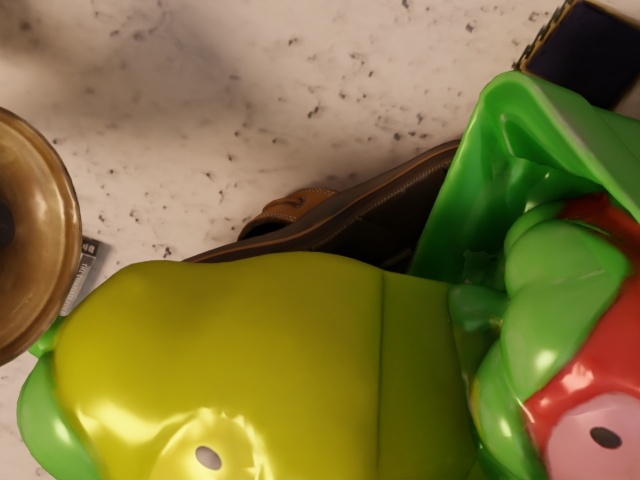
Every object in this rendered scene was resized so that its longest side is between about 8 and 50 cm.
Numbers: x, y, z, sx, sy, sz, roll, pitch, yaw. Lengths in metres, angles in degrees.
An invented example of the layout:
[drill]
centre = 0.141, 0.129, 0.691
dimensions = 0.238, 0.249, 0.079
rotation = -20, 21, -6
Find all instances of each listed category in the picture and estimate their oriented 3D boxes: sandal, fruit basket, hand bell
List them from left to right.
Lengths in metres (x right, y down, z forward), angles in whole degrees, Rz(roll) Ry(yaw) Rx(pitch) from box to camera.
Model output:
[hand bell]
centre = -0.229, -0.011, 0.806
dimensions = 0.126, 0.126, 0.242
rotation = 45, 160, -30
[sandal]
centre = 0.000, 0.000, 0.855
dimensions = 0.219, 0.060, 0.090
rotation = -29, 131, 14
[fruit basket]
centre = 0.057, 0.116, 0.770
dimensions = 0.392, 0.283, 0.392
rotation = -17, 137, -17

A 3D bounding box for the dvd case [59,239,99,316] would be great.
[dvd case]
centre = -0.194, 0.012, 0.922
dimensions = 0.119, 0.013, 0.087
rotation = 21, 133, -12
